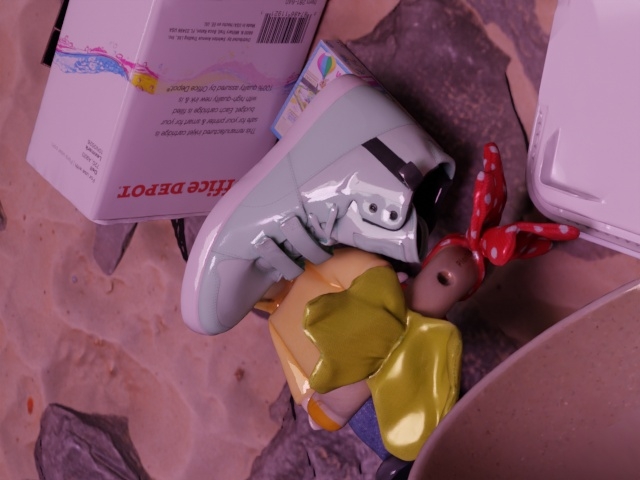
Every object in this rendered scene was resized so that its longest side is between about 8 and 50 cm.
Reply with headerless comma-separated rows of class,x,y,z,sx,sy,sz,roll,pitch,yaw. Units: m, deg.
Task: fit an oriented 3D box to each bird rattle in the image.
bird rattle,0.069,0.049,1.271,0.143,0.253,0.207,37,142,-3

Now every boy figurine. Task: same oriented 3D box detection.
boy figurine,0.016,0.077,1.445,0.285,0.092,0.177,50,127,24

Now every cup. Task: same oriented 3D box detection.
cup,0.254,0.181,1.053,0.331,0.331,0.237,-21,106,42

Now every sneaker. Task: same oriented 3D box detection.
sneaker,0.000,-0.001,1.364,0.151,0.094,0.256,39,93,31

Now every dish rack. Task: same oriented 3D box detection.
dish rack,0.288,-0.102,1.187,0.333,0.072,0.285,22,110,41

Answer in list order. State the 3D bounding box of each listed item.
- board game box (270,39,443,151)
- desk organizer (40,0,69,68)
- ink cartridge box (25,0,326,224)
board game box,0.029,-0.089,1.457,0.154,0.026,0.103,50,125,28
desk organizer,-0.232,-0.222,1.671,0.047,0.050,0.130,42,120,32
ink cartridge box,-0.121,-0.166,1.470,0.117,0.201,0.278,38,119,35
